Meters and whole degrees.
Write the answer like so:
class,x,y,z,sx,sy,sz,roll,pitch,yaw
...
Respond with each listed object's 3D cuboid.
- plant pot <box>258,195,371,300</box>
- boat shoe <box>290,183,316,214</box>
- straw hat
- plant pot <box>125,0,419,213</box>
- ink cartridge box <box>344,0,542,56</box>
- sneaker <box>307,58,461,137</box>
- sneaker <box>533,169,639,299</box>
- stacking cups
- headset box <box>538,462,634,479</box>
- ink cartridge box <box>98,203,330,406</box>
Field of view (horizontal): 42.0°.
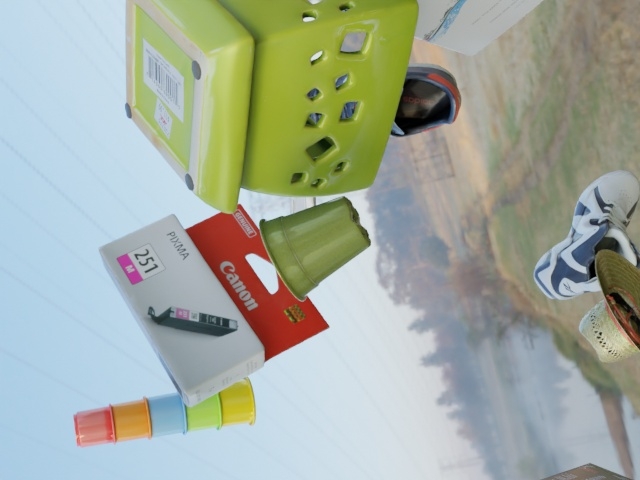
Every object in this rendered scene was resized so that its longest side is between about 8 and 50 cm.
class,x,y,z,sx,sy,sz,roll,pitch,yaw
plant pot,0.000,0.000,0.743,0.083,0.079,0.083,60,-171,-16
boat shoe,-0.047,-0.126,1.640,0.066,0.063,0.184,-84,-11,-55
straw hat,0.277,0.081,0.779,0.144,0.061,0.144,31,-144,-25
plant pot,-0.068,-0.174,0.831,0.228,0.207,0.227,48,143,34
ink cartridge box,0.133,-0.337,0.921,0.233,0.168,0.171,2,-120,-46
sneaker,0.069,-0.233,1.411,0.148,0.350,0.131,-100,4,-61
sneaker,0.426,-0.010,1.206,0.094,0.235,0.153,50,164,-14
stacking cups,-0.280,0.307,1.501,0.096,0.316,0.096,176,90,-74
headset box,0.229,0.363,0.952,0.218,0.293,0.110,114,139,-82
ink cartridge box,-0.155,0.071,1.221,0.275,0.239,0.060,52,158,26
